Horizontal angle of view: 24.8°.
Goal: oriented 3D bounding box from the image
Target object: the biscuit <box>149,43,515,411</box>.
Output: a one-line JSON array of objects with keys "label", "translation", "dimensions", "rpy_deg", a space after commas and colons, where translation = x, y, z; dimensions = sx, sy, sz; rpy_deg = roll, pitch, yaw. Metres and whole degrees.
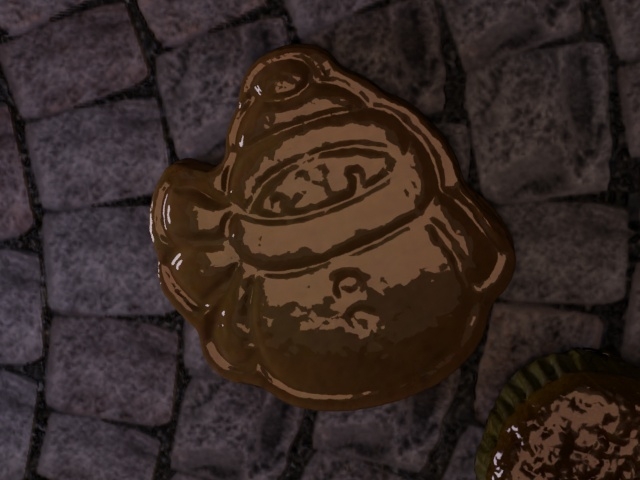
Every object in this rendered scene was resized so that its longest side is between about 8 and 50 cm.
[{"label": "biscuit", "translation": [0.000, 0.000, 1.377], "dimensions": [0.312, 0.057, 0.351], "rpy_deg": [-31, 97, 9]}]

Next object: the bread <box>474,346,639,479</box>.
[{"label": "bread", "translation": [0.272, 0.227, 1.355], "dimensions": [0.253, 0.142, 0.227], "rpy_deg": [25, 95, 2]}]
